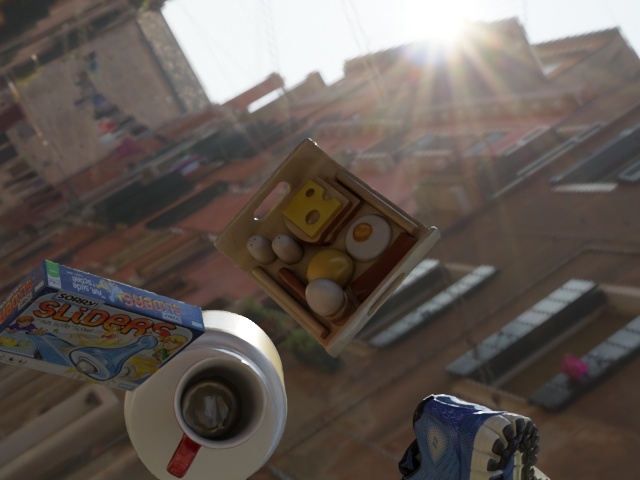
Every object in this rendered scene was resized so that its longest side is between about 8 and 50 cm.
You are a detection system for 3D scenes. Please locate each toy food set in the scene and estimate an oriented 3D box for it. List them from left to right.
[{"bbox_3d":[0.000,0.000,1.457,0.306,0.220,0.092,40,-2,42],"label":"toy food set"}]

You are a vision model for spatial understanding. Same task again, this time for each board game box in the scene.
[{"bbox_3d":[-0.241,0.095,1.087,0.201,0.136,0.035,21,40,-41],"label":"board game box"}]

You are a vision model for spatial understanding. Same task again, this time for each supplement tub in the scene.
[{"bbox_3d":[-0.172,0.242,1.593,0.241,0.241,0.331,59,-1,-5],"label":"supplement tub"}]

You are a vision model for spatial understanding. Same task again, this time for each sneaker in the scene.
[{"bbox_3d":[0.180,0.278,1.211,0.147,0.130,0.330,26,-31,34],"label":"sneaker"}]

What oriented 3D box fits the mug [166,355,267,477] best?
[{"bbox_3d":[-0.152,0.221,1.325,0.113,0.150,0.169,59,-15,4],"label":"mug"}]
